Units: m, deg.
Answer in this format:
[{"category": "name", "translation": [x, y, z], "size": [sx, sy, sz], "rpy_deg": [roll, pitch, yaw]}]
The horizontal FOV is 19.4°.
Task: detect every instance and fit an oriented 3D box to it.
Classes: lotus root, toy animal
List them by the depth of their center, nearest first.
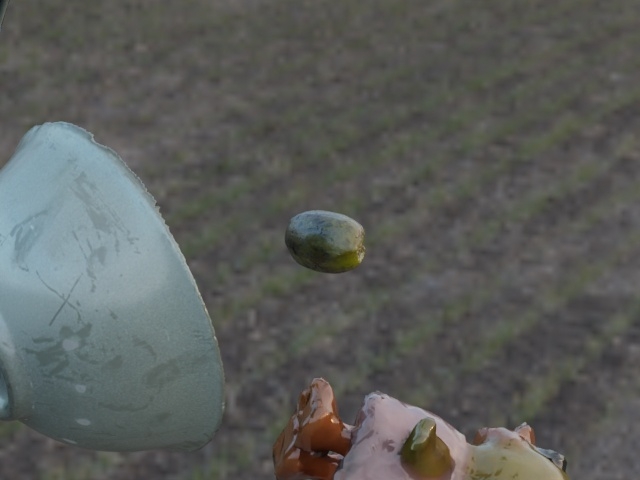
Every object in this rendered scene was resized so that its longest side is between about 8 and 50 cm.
[{"category": "toy animal", "translation": [0.104, 0.222, 1.595], "size": [0.281, 0.169, 0.195], "rpy_deg": [12, -28, -10]}, {"category": "lotus root", "translation": [0.000, 0.000, 1.681], "size": [0.049, 0.054, 0.099], "rpy_deg": [-17, 20, -40]}]

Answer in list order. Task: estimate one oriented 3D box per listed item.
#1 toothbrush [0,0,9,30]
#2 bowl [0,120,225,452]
[{"category": "toothbrush", "translation": [-0.292, -0.189, 1.668], "size": [0.016, 0.219, 0.019], "rpy_deg": [-20, 69, -31]}, {"category": "bowl", "translation": [-0.230, 0.070, 1.575], "size": [0.146, 0.313, 0.313], "rpy_deg": [-27, 29, -28]}]
